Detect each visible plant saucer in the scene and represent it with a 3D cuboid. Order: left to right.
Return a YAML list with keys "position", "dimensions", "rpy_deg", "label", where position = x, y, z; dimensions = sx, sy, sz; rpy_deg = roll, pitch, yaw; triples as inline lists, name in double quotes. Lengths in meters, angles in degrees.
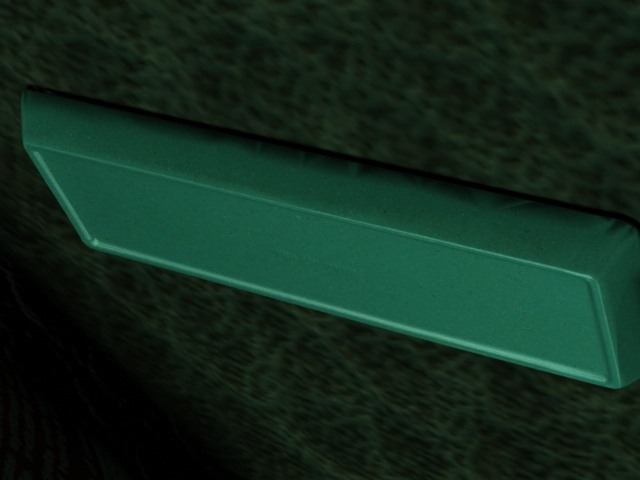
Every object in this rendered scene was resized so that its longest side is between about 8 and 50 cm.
- position: [0.000, 0.000, 0.498]
  dimensions: [0.192, 0.018, 0.067]
  rpy_deg: [15, 150, 27]
  label: "plant saucer"

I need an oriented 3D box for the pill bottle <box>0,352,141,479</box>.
- position: [-0.236, 0.080, 0.631]
  dimensions: [0.224, 0.224, 0.392]
  rpy_deg: [1, 142, 43]
  label: "pill bottle"
